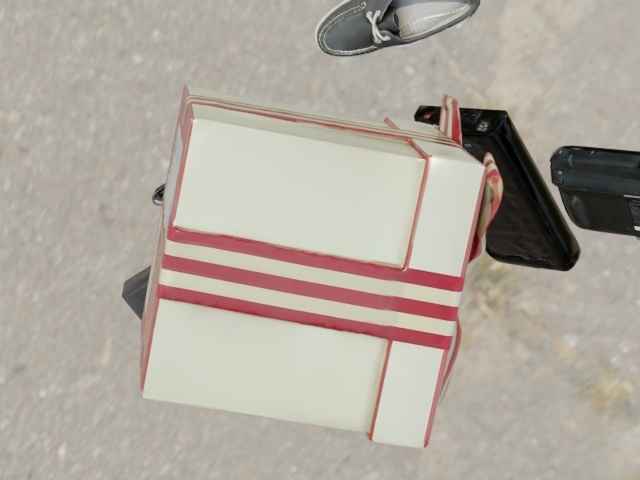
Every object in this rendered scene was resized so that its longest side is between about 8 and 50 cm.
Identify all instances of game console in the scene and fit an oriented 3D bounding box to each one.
[{"bbox_3d":[0.262,-0.042,1.656,0.044,0.361,0.213,-56,133,-26],"label":"game console"}]

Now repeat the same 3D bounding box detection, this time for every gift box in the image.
[{"bbox_3d":[0.000,0.000,1.326,0.258,0.255,0.276,10,15,-7],"label":"gift box"}]

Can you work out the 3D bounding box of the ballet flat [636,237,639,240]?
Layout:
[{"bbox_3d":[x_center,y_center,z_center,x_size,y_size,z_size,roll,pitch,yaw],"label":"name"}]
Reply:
[{"bbox_3d":[0.418,-0.020,1.966,0.114,0.041,0.041,-11,67,-47],"label":"ballet flat"}]

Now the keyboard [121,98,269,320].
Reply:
[{"bbox_3d":[-0.062,-0.009,1.577,0.201,0.317,0.033,54,23,-13],"label":"keyboard"}]

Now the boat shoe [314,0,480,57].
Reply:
[{"bbox_3d":[0.056,-0.162,1.202,0.125,0.038,0.046,-13,107,6],"label":"boat shoe"}]
